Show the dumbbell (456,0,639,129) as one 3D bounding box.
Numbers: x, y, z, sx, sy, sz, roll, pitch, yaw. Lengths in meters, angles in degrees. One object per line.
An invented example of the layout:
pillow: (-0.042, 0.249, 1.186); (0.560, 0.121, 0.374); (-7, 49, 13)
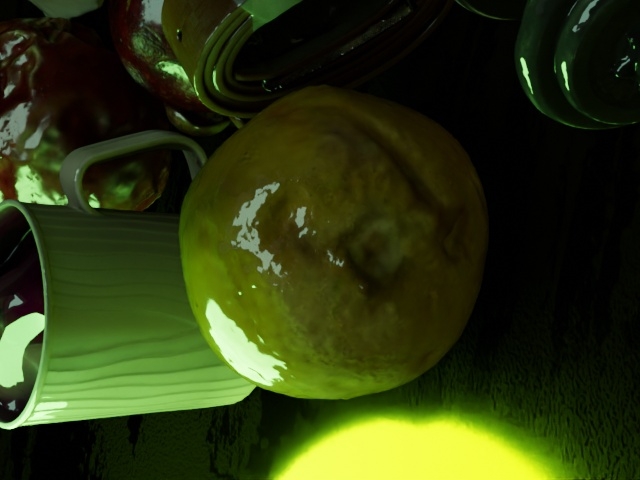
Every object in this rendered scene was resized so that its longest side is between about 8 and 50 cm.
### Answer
dumbbell: (0.195, -0.201, 1.186); (0.192, 0.192, 0.290); (-62, 40, 32)

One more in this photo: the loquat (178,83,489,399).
loquat: (0.000, 0.000, 1.407); (0.284, 0.276, 0.276); (24, 106, 58)

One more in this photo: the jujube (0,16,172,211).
jujube: (-0.323, -0.123, 1.916); (0.377, 0.276, 0.276); (-166, 82, -68)

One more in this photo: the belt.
belt: (-0.010, -0.218, 1.452); (0.261, 0.184, 0.105); (-29, 53, 2)

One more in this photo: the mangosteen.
mangosteen: (-0.096, -0.198, 1.638); (0.215, 0.215, 0.257); (34, 146, 53)

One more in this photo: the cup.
cup: (-0.212, 0.043, 1.689); (0.208, 0.273, 0.288); (-28, 66, 54)

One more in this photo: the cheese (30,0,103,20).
cheese: (-0.262, -0.411, 1.863); (0.332, 0.153, 0.292); (-4, 63, 55)
